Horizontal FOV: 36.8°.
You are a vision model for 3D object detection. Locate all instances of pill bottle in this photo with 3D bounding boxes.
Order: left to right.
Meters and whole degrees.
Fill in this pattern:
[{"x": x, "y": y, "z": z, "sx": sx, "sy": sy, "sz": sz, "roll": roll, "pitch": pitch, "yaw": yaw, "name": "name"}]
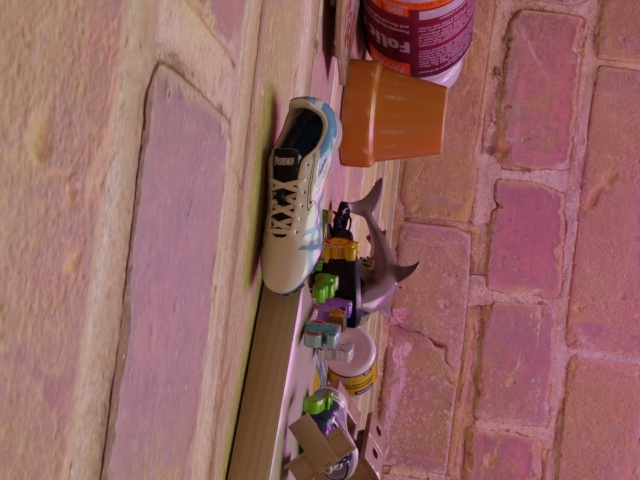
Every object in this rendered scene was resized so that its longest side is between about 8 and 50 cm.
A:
[{"x": 0.062, "y": 0.250, "z": 1.917, "sx": 0.184, "sy": 0.103, "sz": 0.103, "roll": 80, "pitch": 18, "yaw": -62, "name": "pill bottle"}, {"x": 0.190, "y": -0.455, "z": 1.887, "sx": 0.392, "sy": 0.224, "sz": 0.224, "roll": 76, "pitch": 21, "yaw": -67, "name": "pill bottle"}]

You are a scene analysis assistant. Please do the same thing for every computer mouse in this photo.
[{"x": 0.025, "y": 0.061, "z": 1.672, "sx": 0.272, "sy": 0.072, "sz": 0.189, "roll": -97, "pitch": -173, "yaw": -67, "name": "computer mouse"}]

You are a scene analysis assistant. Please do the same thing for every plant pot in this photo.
[{"x": 0.144, "y": -0.235, "z": 1.833, "sx": 0.205, "sy": 0.187, "sz": 0.205, "roll": 6, "pitch": 90, "yaw": -82, "name": "plant pot"}]

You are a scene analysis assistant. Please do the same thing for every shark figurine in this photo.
[{"x": 0.133, "y": 0.032, "z": 1.871, "sx": 0.166, "sy": 0.116, "sz": 0.278, "roll": 39, "pitch": 40, "yaw": -45, "name": "shark figurine"}]

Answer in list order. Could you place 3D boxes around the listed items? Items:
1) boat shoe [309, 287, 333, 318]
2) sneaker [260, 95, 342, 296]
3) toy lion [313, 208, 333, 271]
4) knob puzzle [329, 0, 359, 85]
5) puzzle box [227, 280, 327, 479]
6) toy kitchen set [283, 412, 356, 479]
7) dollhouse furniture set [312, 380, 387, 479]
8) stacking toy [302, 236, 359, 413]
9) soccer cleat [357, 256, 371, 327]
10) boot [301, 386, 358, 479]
[{"x": -0.001, "y": 0.108, "z": 1.488, "sx": 0.183, "sy": 0.066, "sz": 0.066, "roll": 33, "pitch": 62, "yaw": -81, "name": "boat shoe"}, {"x": -0.034, "y": -0.055, "z": 1.123, "sx": 0.086, "sy": 0.085, "sz": 0.237, "roll": 26, "pitch": 71, "yaw": -54, "name": "sneaker"}, {"x": 0.000, "y": 0.000, "z": 1.559, "sx": 0.096, "sy": 0.034, "sz": 0.100, "roll": 67, "pitch": 28, "yaw": -88, "name": "toy lion"}, {"x": 0.032, "y": -0.367, "z": 1.503, "sx": 0.213, "sy": 0.030, "sz": 0.213, "roll": 7, "pitch": 90, "yaw": -82, "name": "knob puzzle"}, {"x": -0.047, "y": 0.240, "z": 1.306, "sx": 0.409, "sy": 0.052, "sz": 0.272, "roll": 79, "pitch": 18, "yaw": -65, "name": "puzzle box"}, {"x": -0.008, "y": 0.249, "z": 1.180, "sx": 0.068, "sy": 0.083, "sz": 0.075, "roll": 55, "pitch": 1, "yaw": 10, "name": "toy kitchen set"}, {"x": 0.021, "y": 0.349, "z": 1.765, "sx": 0.184, "sy": 0.129, "sz": 0.129, "roll": 60, "pitch": 22, "yaw": -22, "name": "dollhouse furniture set"}, {"x": 0.007, "y": 0.104, "z": 1.238, "sx": 0.221, "sy": 0.052, "sz": 0.167, "roll": -55, "pitch": 149, "yaw": -70, "name": "stacking toy"}, {"x": 0.080, "y": 0.109, "z": 2.012, "sx": 0.289, "sy": 0.093, "sz": 0.121, "roll": -45, "pitch": 145, "yaw": -73, "name": "soccer cleat"}, {"x": 0.006, "y": 0.295, "z": 1.338, "sx": 0.086, "sy": 0.069, "sz": 0.190, "roll": -66, "pitch": 154, "yaw": -44, "name": "boot"}]
